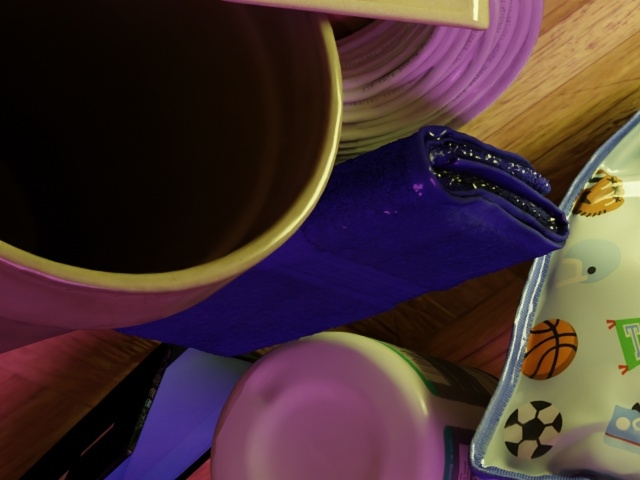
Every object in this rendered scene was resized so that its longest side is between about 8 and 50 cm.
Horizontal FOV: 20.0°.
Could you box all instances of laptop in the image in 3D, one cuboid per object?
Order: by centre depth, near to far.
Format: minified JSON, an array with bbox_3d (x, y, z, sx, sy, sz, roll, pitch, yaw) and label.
[{"bbox_3d":[-0.156,0.205,1.523,0.136,0.264,0.234,40,116,-13],"label":"laptop"}]

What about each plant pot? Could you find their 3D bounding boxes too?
[{"bbox_3d":[-0.196,-0.063,1.043,0.323,0.323,0.280,4,153,-34],"label":"plant pot"}]

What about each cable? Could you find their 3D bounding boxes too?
[{"bbox_3d":[0.023,-0.153,1.201,0.257,0.089,0.257,-19,145,-8],"label":"cable"}]

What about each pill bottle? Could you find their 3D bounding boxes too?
[{"bbox_3d":[0.078,0.199,1.562,0.204,0.204,0.361,-36,155,17],"label":"pill bottle"}]

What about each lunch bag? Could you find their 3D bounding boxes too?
[{"bbox_3d":[0.293,0.099,1.473,0.239,0.385,0.328,8,150,19],"label":"lunch bag"}]

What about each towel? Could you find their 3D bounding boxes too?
[{"bbox_3d":[0.000,0.000,1.318,0.308,0.076,0.227,-20,158,27],"label":"towel"}]

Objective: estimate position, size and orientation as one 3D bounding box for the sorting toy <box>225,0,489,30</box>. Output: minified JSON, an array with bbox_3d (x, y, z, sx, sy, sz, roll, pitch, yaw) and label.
[{"bbox_3d":[0.022,-0.224,1.036,0.208,0.193,0.038,3,173,-36],"label":"sorting toy"}]
